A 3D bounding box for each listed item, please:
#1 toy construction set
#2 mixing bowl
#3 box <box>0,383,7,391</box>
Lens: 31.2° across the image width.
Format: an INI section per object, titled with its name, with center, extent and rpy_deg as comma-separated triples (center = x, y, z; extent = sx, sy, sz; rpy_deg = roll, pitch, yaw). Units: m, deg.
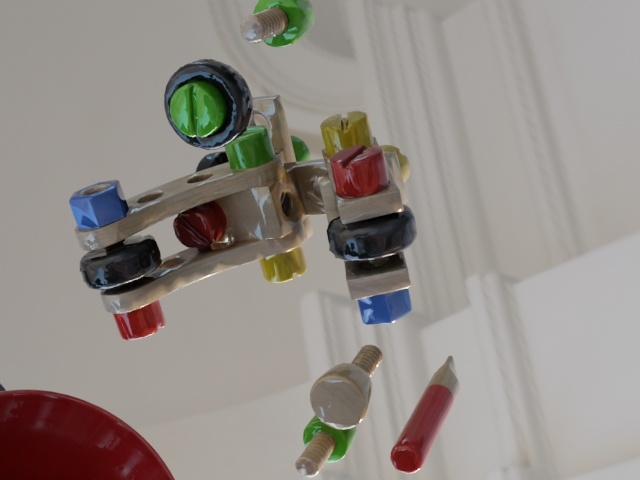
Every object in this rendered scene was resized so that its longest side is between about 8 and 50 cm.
[toy construction set]
center = 0.000, 0.000, 0.854
extent = 0.309, 0.257, 0.237
rpy_deg = 54, -151, -4
[mixing bowl]
center = -0.176, 0.191, 0.677
extent = 0.181, 0.098, 0.181
rpy_deg = 18, -133, -21
[box]
center = -0.396, 0.197, 0.975
extent = 0.184, 0.261, 0.103
rpy_deg = -60, -40, -38
